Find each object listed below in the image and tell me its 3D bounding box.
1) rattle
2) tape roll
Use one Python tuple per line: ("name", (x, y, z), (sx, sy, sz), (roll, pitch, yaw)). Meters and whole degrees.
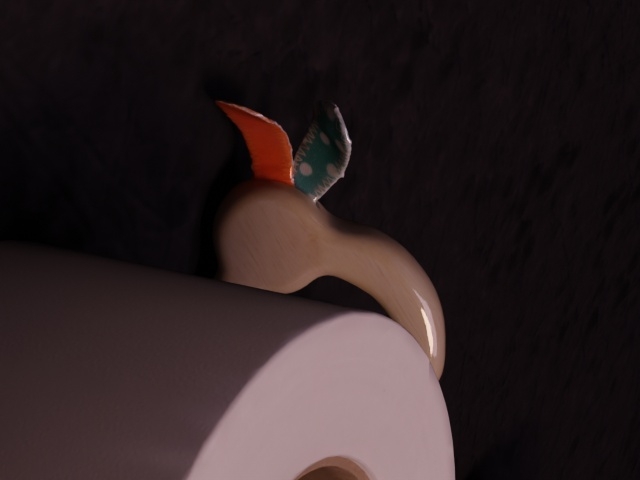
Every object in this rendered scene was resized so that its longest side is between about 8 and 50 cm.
("rattle", (0.000, 0.000, 0.859), (0.143, 0.130, 0.199), (-46, 122, -56))
("tape roll", (-0.075, 0.131, 0.659), (0.246, 0.169, 0.246), (-30, 125, -54))
